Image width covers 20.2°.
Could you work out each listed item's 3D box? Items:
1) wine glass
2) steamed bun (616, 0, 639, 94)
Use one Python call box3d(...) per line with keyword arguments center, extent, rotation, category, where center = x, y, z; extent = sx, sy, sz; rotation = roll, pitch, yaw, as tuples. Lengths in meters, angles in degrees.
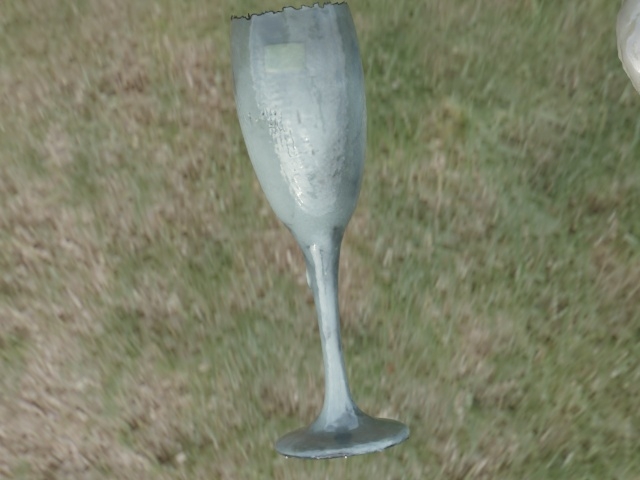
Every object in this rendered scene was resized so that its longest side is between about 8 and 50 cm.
box3d(center=(0.000, 0.000, 1.168), extent=(0.096, 0.264, 0.309), rotation=(-7, 96, -1), category="wine glass")
box3d(center=(0.414, -0.112, 1.469), extent=(0.255, 0.368, 0.342), rotation=(-25, 87, 29), category="steamed bun")
